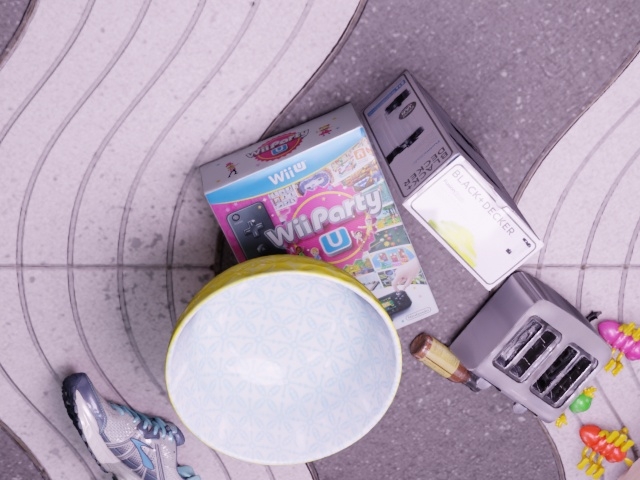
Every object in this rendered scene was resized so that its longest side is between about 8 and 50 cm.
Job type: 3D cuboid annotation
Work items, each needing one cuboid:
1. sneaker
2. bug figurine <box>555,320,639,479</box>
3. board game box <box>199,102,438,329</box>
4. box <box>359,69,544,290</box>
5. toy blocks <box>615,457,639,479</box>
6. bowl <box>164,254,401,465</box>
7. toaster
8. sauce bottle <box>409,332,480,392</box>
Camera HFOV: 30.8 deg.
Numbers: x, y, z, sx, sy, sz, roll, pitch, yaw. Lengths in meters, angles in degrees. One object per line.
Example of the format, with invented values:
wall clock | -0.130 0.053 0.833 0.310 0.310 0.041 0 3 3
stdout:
sneaker | -0.270 0.283 1.672 0.122 0.110 0.283 -34 121 -12
bug figurine | 0.462 0.224 1.764 0.216 0.072 0.279 36 111 -17
board game box | 0.000 0.000 1.559 0.224 0.097 0.303 -23 117 3
box | 0.153 -0.082 1.431 0.087 0.290 0.169 -41 117 12
toy blocks | 0.593 0.436 1.847 0.381 0.191 0.261 15 129 -28
bowl | -0.051 0.124 1.474 0.289 0.156 0.290 -3 119 -5
toaster | 0.308 0.150 1.671 0.168 0.110 0.186 35 101 -23
sauce bottle | 0.189 0.184 1.715 0.128 0.042 0.042 37 106 -24
